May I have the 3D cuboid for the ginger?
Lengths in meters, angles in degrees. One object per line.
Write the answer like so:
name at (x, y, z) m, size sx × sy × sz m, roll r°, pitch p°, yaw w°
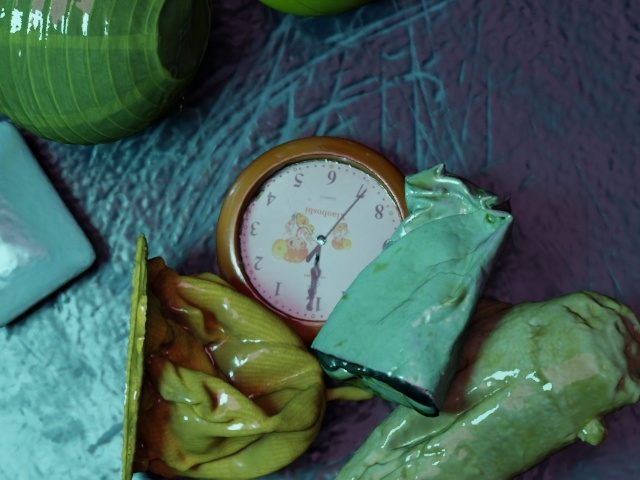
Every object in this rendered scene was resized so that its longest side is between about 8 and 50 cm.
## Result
ginger at (0.144, 0.169, 1.623) m, size 0.354 × 0.126 × 0.190 m, roll -42°, pitch 61°, yaw 3°

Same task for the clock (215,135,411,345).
clock at (0.000, 0.000, 1.700) m, size 0.205 × 0.051 × 0.205 m, roll -1°, pitch 83°, yaw 5°

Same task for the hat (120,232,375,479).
hat at (-0.064, 0.127, 1.638) m, size 0.233 × 0.233 × 0.244 m, roll 5°, pitch 60°, yaw -9°

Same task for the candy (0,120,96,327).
candy at (-0.318, -0.015, 1.725) m, size 0.138 × 0.071 × 0.174 m, roll -34°, pitch 81°, yaw 1°

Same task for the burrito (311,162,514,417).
burrito at (0.099, 0.044, 1.612) m, size 0.144 × 0.089 × 0.229 m, roll 18°, pitch 69°, yaw 35°

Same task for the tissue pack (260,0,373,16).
tissue pack at (-0.014, -0.279, 1.674) m, size 0.127 × 0.178 × 0.123 m, roll -15°, pitch 82°, yaw 24°

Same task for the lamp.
lamp at (-0.244, -0.214, 1.669) m, size 0.284 × 0.250 × 0.250 m, roll 9°, pitch 84°, yaw 26°
